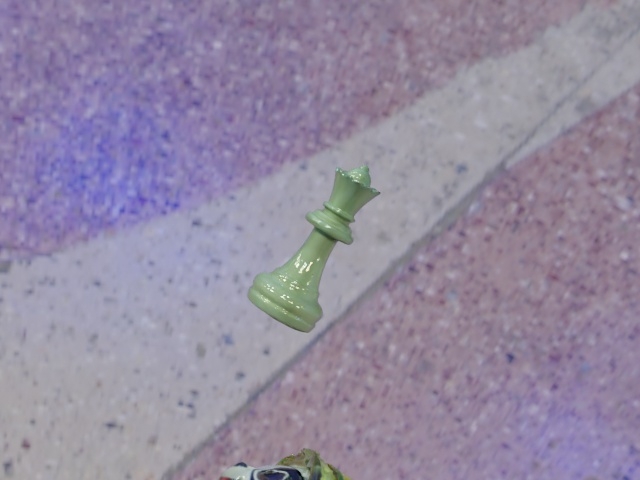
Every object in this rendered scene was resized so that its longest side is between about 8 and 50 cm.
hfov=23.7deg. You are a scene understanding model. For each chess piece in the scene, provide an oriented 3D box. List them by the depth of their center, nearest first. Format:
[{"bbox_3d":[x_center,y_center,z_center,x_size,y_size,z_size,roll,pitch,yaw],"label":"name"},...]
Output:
[{"bbox_3d":[0.000,0.000,0.812,0.042,0.042,0.093,31,95,11],"label":"chess piece"}]

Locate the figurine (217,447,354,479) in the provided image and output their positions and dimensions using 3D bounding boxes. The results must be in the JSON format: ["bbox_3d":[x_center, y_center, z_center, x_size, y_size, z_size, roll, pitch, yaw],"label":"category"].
[{"bbox_3d":[-0.078,0.341,1.469,0.340,0.323,0.231,-23,93,-33],"label":"figurine"}]
